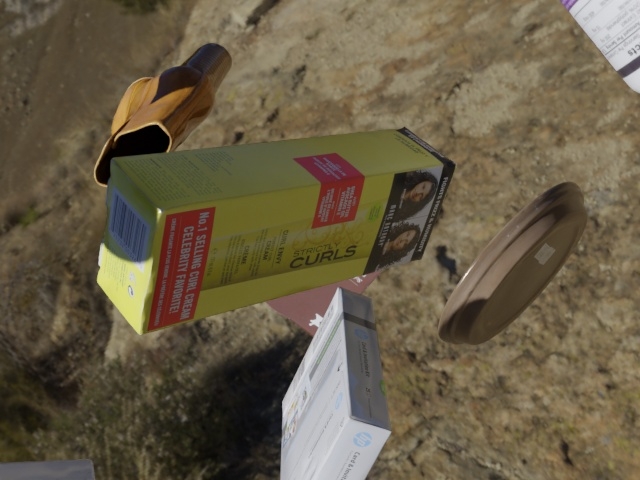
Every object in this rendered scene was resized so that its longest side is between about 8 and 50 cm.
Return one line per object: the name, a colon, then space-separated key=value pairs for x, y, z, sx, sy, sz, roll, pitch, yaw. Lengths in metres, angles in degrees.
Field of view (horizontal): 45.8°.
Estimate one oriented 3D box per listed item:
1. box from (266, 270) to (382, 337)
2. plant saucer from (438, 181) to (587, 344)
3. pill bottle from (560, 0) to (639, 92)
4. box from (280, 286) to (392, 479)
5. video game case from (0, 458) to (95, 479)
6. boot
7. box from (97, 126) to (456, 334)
box: x=0.000 y=0.000 z=1.129 sx=0.167 sy=0.168 sz=0.203 roll=-49 pitch=7 yaw=27
plant saucer: x=0.268 y=0.042 z=1.027 sx=0.278 sy=0.278 sz=0.041 roll=-42 pitch=63 yaw=-9
pill bottle: x=0.210 y=-0.159 z=0.460 sx=0.108 sy=0.193 sz=0.108 roll=-38 pitch=-2 yaw=-1
box: x=0.007 y=0.147 z=0.640 sx=0.186 sy=0.038 sz=0.145 roll=-91 pitch=23 yaw=-65
video game case: x=-0.293 y=0.360 z=0.658 sx=0.036 sy=0.300 sz=0.329 roll=-25 pitch=67 yaw=23
boot: x=-0.247 y=-0.139 z=1.018 sx=0.295 sy=0.104 sz=0.211 roll=-29 pitch=24 yaw=43
box: x=-0.018 y=-0.015 z=0.477 sx=0.232 sy=0.087 sz=0.058 roll=-11 pitch=39 yaw=-40
